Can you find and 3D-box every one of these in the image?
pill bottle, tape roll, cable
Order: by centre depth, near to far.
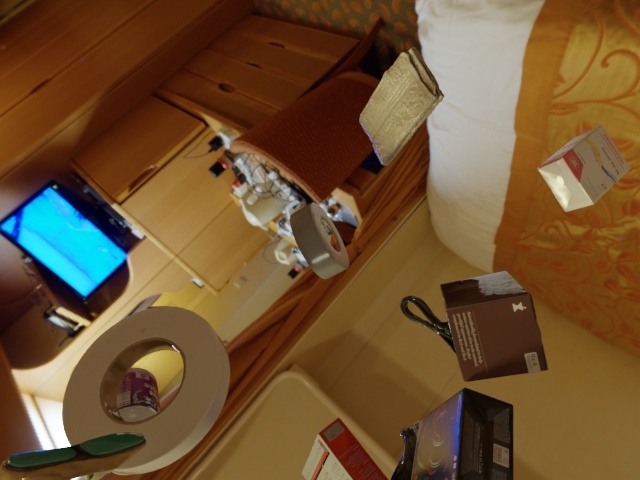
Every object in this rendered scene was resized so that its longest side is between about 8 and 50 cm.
[{"bbox_3d":[-0.417,0.345,0.977,0.392,0.392,0.072,35,154,30],"label":"tape roll"},{"bbox_3d":[0.356,0.246,1.111,0.287,0.072,0.139,19,111,38],"label":"cable"},{"bbox_3d":[0.000,0.000,1.170,0.219,0.072,0.219,53,-162,-26],"label":"tape roll"},{"bbox_3d":[-0.566,0.532,1.198,0.169,0.169,0.301,52,172,-31],"label":"pill bottle"}]

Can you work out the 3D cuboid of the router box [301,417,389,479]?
[{"bbox_3d":[0.086,0.730,1.169,0.301,0.082,0.335,44,140,29],"label":"router box"}]

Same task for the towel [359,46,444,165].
[{"bbox_3d":[0.208,-0.360,1.100,0.282,0.049,0.187,-53,51,51],"label":"towel"}]

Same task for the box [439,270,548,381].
[{"bbox_3d":[0.375,0.183,0.898,0.203,0.167,0.168,-34,-71,-74],"label":"box"}]

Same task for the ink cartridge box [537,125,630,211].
[{"bbox_3d":[0.570,-0.162,0.850,0.115,0.198,0.067,55,157,-1],"label":"ink cartridge box"}]

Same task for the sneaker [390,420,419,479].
[{"bbox_3d":[0.315,0.805,1.215,0.202,0.482,0.185,-23,130,38],"label":"sneaker"}]

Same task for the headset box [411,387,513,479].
[{"bbox_3d":[0.286,0.479,0.857,0.110,0.218,0.293,20,142,4],"label":"headset box"}]

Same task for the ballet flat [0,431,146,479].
[{"bbox_3d":[-0.432,0.398,0.709,0.080,0.073,0.232,5,174,43],"label":"ballet flat"}]
